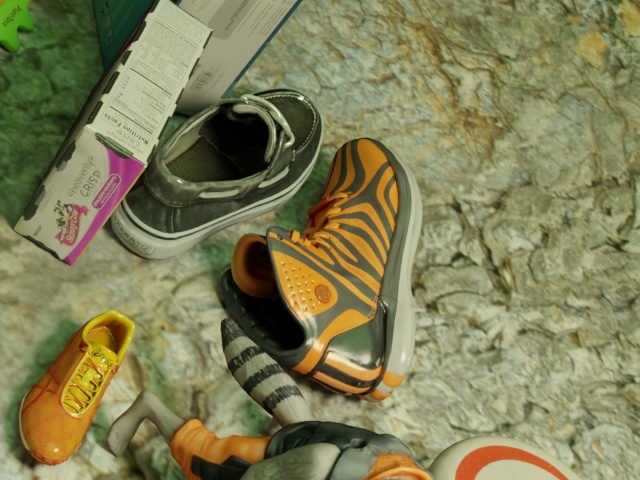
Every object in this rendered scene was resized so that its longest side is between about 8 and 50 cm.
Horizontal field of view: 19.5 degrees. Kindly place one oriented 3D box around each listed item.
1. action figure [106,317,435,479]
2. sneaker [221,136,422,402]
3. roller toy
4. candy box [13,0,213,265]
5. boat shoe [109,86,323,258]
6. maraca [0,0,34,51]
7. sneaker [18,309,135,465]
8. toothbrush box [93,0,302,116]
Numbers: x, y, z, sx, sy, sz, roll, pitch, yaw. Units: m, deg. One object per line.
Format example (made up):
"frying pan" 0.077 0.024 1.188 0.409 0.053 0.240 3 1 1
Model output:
"action figure" -0.038 0.187 1.547 0.341 0.179 0.330 18 3 -42
"sneaker" 0.000 0.000 1.878 0.180 0.124 0.321 22 43 -25
"roller toy" 0.162 0.294 1.723 0.209 0.146 0.191 43 39 19
"candy box" -0.195 -0.108 1.787 0.071 0.159 0.233 33 40 -10
"boat shoe" -0.078 -0.087 1.896 0.121 0.119 0.335 44 39 2
"maraca" -0.349 -0.274 1.867 0.186 0.099 0.127 56 35 -25
"sneaker" -0.214 0.123 1.630 0.064 0.067 0.175 33 41 -14
"toothbrush box" -0.142 -0.312 1.977 0.126 0.216 0.296 12 46 -33
